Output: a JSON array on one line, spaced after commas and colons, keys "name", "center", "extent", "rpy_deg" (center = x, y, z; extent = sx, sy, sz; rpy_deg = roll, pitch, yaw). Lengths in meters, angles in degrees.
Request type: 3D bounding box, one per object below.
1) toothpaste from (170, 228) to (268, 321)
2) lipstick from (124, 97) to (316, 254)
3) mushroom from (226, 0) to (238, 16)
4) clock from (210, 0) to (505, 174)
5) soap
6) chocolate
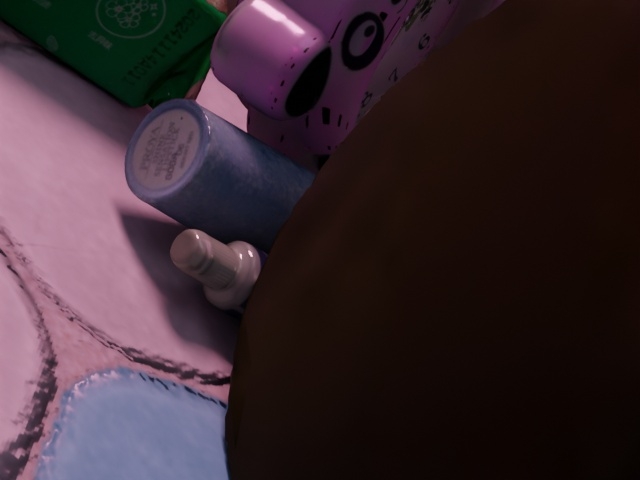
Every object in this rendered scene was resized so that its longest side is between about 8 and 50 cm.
[{"name": "toothpaste", "center": [-0.006, 0.043, 0.972], "extent": [0.216, 0.037, 0.062], "rpy_deg": [34, 28, -46]}, {"name": "lipstick", "center": [0.000, 0.000, 1.018], "extent": [0.068, 0.061, 0.274], "rpy_deg": [37, 4, 42]}, {"name": "mushroom", "center": [-0.049, -0.168, 1.174], "extent": [0.223, 0.081, 0.092], "rpy_deg": [35, 41, -23]}, {"name": "clock", "center": [0.037, -0.137, 1.037], "extent": [0.090, 0.228, 0.248], "rpy_deg": [36, 2, 17]}, {"name": "soap", "center": [-0.168, -0.203, 0.991], "extent": [0.273, 0.098, 0.218], "rpy_deg": [34, 27, -30]}, {"name": "chocolate", "center": [0.162, 0.073, 0.856], "extent": [0.297, 0.326, 0.314], "rpy_deg": [30, 73, -33]}]
